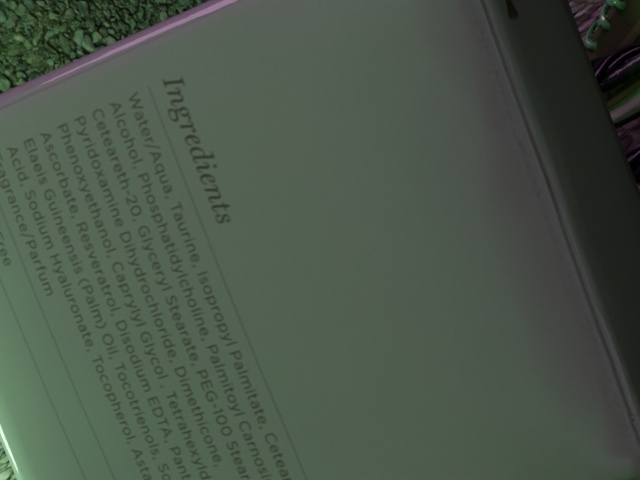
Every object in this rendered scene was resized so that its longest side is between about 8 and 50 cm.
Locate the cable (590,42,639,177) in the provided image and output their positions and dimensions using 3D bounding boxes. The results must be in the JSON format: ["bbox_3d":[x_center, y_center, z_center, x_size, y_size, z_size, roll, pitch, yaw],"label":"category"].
[{"bbox_3d":[0.319,-0.138,1.173,0.151,0.047,0.184,25,75,42],"label":"cable"}]

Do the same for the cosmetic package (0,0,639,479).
[{"bbox_3d":[0.000,0.000,0.780,0.394,0.327,0.329,-19,6,22],"label":"cosmetic package"}]

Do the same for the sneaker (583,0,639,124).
[{"bbox_3d":[0.371,-0.264,1.269,0.410,0.182,0.158,-25,20,31],"label":"sneaker"}]
